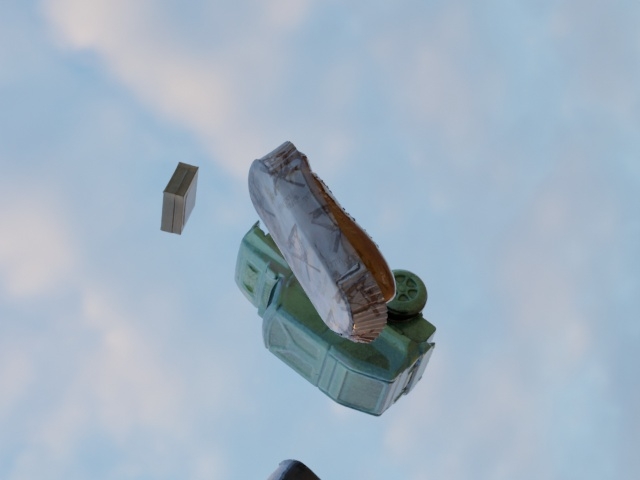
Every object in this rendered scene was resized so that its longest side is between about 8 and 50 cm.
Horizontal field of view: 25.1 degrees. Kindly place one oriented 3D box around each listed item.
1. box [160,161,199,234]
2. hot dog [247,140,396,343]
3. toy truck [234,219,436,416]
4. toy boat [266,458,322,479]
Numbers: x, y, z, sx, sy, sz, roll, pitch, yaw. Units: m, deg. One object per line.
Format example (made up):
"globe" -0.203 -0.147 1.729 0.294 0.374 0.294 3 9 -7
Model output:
"box" -0.212 -0.062 2.172 0.079 0.035 0.083 -70 -7 -50
"hot dog" 0.000 0.000 1.229 0.059 0.108 0.191 -21 -115 -27
"toy truck" 0.013 0.086 1.820 0.156 0.279 0.155 -45 -16 -31
"toy boat" -0.014 0.238 1.159 0.062 0.096 0.299 -57 -19 -17
